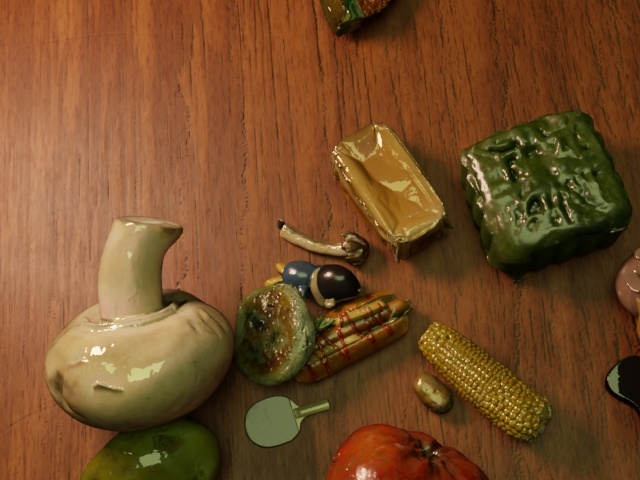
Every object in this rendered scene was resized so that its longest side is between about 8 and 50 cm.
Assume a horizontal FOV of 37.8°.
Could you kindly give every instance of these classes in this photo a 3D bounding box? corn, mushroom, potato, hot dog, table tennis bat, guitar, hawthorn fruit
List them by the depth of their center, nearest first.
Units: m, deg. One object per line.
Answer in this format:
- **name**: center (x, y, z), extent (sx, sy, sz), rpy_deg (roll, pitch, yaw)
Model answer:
- **hawthorn fruit**: center (0.123, 0.456, 1.469), extent (0.276, 0.276, 0.307), rpy_deg (16, 88, 10)
- **guitar**: center (0.594, 0.312, 1.573), extent (0.084, 0.038, 0.271), rpy_deg (-39, 73, -6)
- **potato**: center (-0.286, 0.398, 1.575), extent (0.253, 0.148, 0.186), rpy_deg (-23, 104, -6)
- **mushroom**: center (-0.288, 0.164, 1.581), extent (0.315, 0.315, 0.356), rpy_deg (22, 67, 12)
- **corn**: center (0.279, 0.241, 1.599), extent (0.260, 0.091, 0.091), rpy_deg (40, 114, 20)
- **potato**: center (0.195, 0.266, 1.624), extent (0.051, 0.040, 0.083), rpy_deg (-36, 73, -19)
- **table tennis bat**: center (-0.059, 0.312, 1.648), extent (0.156, 0.013, 0.087), rpy_deg (-17, 71, 1)
- **hot dog**: center (0.050, 0.163, 1.654), extent (0.250, 0.076, 0.104), rpy_deg (-26, 71, -1)
- **mushroom**: center (0.000, 0.000, 1.721), extent (0.187, 0.061, 0.060), rpy_deg (15, 80, 14)

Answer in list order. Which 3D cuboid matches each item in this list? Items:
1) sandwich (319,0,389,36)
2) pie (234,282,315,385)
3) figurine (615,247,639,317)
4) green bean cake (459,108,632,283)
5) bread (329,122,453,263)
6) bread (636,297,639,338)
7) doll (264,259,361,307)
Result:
- **sandwich**: center (0.083, -0.491, 1.849), extent (0.160, 0.109, 0.184), rpy_deg (1, 70, -15)
- **pie**: center (-0.087, 0.164, 1.642), extent (0.187, 0.041, 0.187), rpy_deg (-12, 71, 37)
- **figurine**: center (0.573, 0.077, 1.607), extent (0.125, 0.138, 0.125), rpy_deg (-23, 44, 25)
- **green bean cake**: center (0.393, -0.082, 1.657), extent (0.250, 0.156, 0.247), rpy_deg (-17, 70, 0)
- **bread**: center (0.125, -0.089, 1.709), extent (0.136, 0.107, 0.241), rpy_deg (-32, 73, -8)
- **bread**: center (0.667, 0.201, 1.493), extent (0.316, 0.211, 0.270), rpy_deg (-8, 82, 10)
- **doll**: center (-0.006, 0.079, 1.683), extent (0.179, 0.089, 0.102), rpy_deg (6, 45, 28)
